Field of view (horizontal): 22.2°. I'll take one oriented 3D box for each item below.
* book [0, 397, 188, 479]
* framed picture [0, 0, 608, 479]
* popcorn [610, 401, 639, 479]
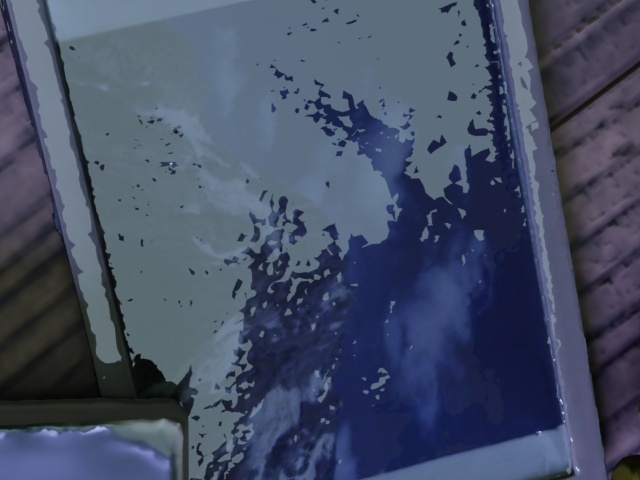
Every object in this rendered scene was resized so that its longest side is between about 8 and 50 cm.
[{"bbox_3d":[-0.235,0.189,0.627,0.370,0.043,0.260,0,102,-7],"label":"book"},{"bbox_3d":[0.000,0.000,0.657,0.209,0.019,0.281,-15,103,-9],"label":"framed picture"},{"bbox_3d":[0.228,0.098,0.626,0.221,0.204,0.184,13,124,-32],"label":"popcorn"}]
